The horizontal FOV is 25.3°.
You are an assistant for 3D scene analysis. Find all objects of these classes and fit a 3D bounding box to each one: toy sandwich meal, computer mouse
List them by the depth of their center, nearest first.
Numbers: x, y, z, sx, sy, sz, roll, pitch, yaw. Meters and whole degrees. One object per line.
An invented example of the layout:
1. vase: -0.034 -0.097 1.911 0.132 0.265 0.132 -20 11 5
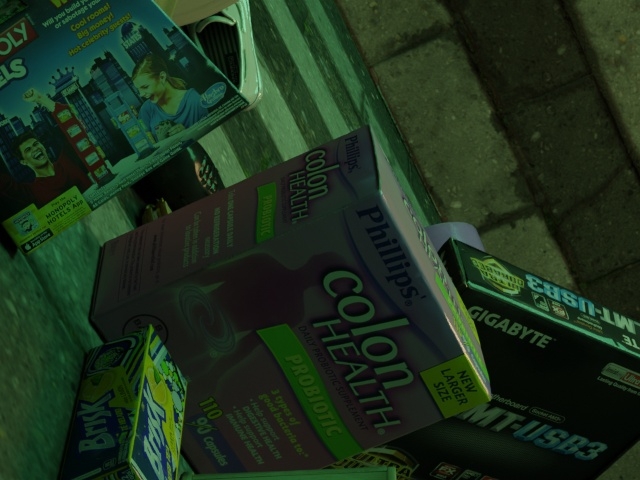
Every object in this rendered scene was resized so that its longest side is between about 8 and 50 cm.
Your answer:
1. toy sandwich meal: -0.134 -0.002 1.294 0.085 0.029 0.085 61 12 -22
2. computer mouse: -0.107 -0.009 1.359 0.041 0.071 0.242 -90 159 -46

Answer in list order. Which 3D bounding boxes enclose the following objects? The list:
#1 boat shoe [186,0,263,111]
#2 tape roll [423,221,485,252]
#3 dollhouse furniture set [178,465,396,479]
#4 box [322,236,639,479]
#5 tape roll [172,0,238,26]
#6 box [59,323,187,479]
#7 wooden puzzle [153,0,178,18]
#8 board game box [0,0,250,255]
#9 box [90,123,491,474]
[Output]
1. boat shoe: -0.125 -0.274 1.785 0.076 0.083 0.226 14 53 -78
2. tape roll: 0.171 0.051 2.230 0.080 0.189 0.189 70 11 22
3. dollhouse furniture set: -0.019 0.298 1.041 0.212 0.161 0.242 -80 167 -71
4. box: 0.155 0.162 1.362 0.295 0.293 0.073 23 35 -28
5. tape roll: -0.160 -0.328 1.303 0.246 0.246 0.169 44 23 -63
6. box: -0.130 0.130 0.962 0.059 0.054 0.169 61 11 -25
7. wooden puzzle: -0.163 -0.159 1.146 0.044 0.221 0.238 21 19 -2
8. board game box: -0.179 -0.125 0.976 0.194 0.194 0.060 61 -14 -24
9. box: -0.021 0.064 1.132 0.117 0.243 0.213 -96 160 -60
